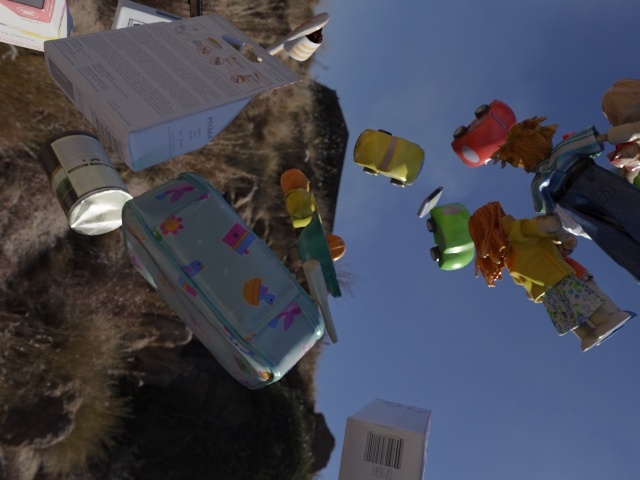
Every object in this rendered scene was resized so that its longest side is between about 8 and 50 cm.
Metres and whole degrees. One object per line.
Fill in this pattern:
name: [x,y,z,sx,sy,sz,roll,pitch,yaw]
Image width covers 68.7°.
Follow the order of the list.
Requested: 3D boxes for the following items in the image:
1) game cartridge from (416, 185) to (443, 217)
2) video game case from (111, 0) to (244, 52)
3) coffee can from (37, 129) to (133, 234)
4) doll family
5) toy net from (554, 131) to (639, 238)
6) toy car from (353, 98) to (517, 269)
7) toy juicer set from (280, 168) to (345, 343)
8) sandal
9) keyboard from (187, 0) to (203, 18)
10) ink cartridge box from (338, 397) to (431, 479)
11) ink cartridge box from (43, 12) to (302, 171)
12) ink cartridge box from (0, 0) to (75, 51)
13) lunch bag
game cartridge: [0.257,-0.089,1.100,0.083,0.017,0.056,-39,160,-37]
video game case: [-0.271,-0.286,0.821,0.227,0.206,0.026,-49,-127,40]
coffee can: [-0.744,-0.185,1.489,0.275,0.201,0.201,52,-48,22]
doll family: [0.207,-0.016,0.386,0.163,0.118,0.263,54,-30,30]
toy net: [0.312,-0.075,0.528,0.045,0.232,0.122,-36,-102,46]
toy car: [0.179,-0.064,0.644,0.053,0.239,0.225,-135,-148,-77]
toy juicer set: [0.000,0.000,0.877,0.209,0.089,0.329,76,-3,-56]
sandal: [-0.061,-0.517,1.244,0.265,0.076,0.102,-7,-142,46]
keyboard: [-0.290,-0.586,1.087,0.108,0.023,0.180,9,-80,61]
ink cartridge box: [0.118,0.451,0.850,0.309,0.130,0.272,39,59,-71]
ink cartridge box: [-0.163,-0.186,0.542,0.225,0.181,0.056,-29,153,-36]
ink cartridge box: [-0.446,-0.341,0.699,0.198,0.115,0.067,178,-79,-72]
lunch bag: [-0.134,0.057,0.603,0.108,0.279,0.224,-40,174,-26]
